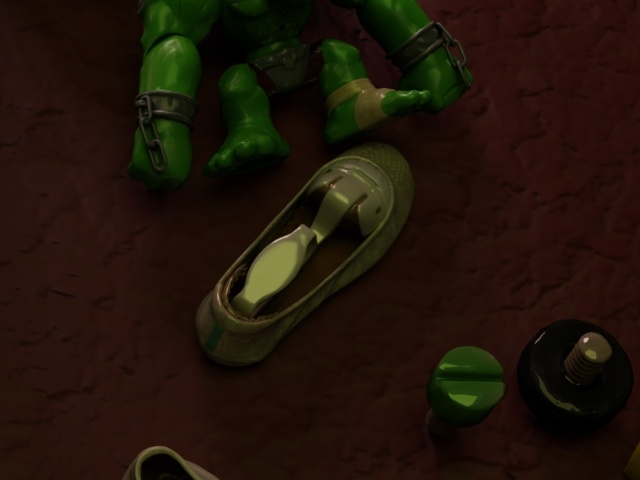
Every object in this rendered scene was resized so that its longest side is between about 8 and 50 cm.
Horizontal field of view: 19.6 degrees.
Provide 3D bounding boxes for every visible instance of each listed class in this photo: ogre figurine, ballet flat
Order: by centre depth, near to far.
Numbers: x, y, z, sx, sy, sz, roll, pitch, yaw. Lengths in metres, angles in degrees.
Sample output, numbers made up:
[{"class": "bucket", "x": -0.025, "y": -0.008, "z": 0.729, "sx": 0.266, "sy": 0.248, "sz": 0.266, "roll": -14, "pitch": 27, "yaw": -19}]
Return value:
[{"class": "ballet flat", "x": 0.000, "y": 0.000, "z": 0.949, "sx": 0.057, "sy": 0.052, "sz": 0.168, "roll": 35, "pitch": 59, "yaw": 9}, {"class": "ogre figurine", "x": -0.023, "y": -0.103, "z": 0.984, "sx": 0.197, "sy": 0.097, "sz": 0.118, "roll": -20, "pitch": 84, "yaw": -6}]

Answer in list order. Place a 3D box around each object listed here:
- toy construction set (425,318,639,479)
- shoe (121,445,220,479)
[{"class": "toy construction set", "x": 0.249, "y": 0.101, "z": 0.839, "sx": 0.257, "sy": 0.237, "sz": 0.309, "roll": -25, "pitch": 69, "yaw": -24}, {"class": "shoe", "x": -0.034, "y": 0.188, "z": 0.829, "sx": 0.076, "sy": 0.058, "sz": 0.219, "roll": -22, "pitch": 68, "yaw": -23}]
